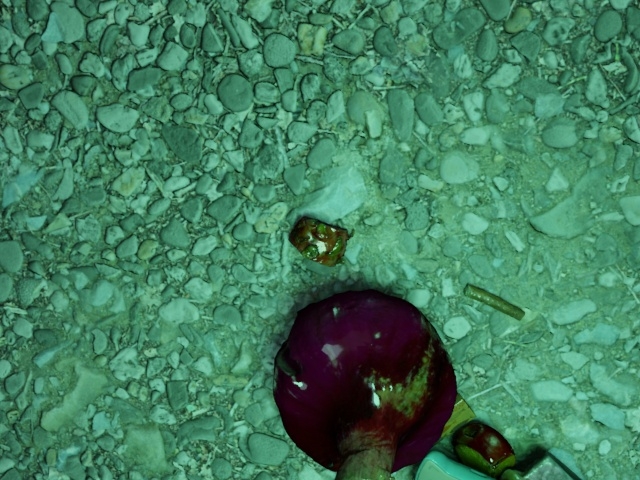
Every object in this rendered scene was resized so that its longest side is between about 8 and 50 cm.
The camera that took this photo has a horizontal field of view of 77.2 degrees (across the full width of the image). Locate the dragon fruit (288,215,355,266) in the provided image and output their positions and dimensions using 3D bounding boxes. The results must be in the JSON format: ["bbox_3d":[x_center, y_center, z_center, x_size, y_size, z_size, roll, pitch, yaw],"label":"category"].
[{"bbox_3d":[0.000,0.000,0.919,0.147,0.096,0.102,20,92,0],"label":"dragon fruit"}]

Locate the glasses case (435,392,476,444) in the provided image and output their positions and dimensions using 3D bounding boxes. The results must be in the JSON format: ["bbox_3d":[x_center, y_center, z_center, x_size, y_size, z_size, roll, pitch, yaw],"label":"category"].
[{"bbox_3d":[0.282,0.439,0.962,0.170,0.041,0.064,-38,103,5],"label":"glasses case"}]

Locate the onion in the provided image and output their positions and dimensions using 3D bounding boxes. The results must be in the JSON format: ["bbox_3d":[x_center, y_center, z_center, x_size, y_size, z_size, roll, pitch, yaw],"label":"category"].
[{"bbox_3d":[0.095,0.312,0.775,0.399,0.420,0.397,-1,102,-5],"label":"onion"}]

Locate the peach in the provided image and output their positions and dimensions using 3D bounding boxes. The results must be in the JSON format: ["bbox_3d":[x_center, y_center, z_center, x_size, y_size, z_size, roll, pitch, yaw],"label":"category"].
[{"bbox_3d":[0.386,0.497,0.921,0.093,0.127,0.172,-35,105,-25],"label":"peach"}]

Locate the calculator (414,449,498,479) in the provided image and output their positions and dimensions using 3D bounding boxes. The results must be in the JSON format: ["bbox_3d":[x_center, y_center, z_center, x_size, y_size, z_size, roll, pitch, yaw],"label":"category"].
[{"bbox_3d":[0.332,0.607,0.871,0.256,0.054,0.385,11,124,32],"label":"calculator"}]

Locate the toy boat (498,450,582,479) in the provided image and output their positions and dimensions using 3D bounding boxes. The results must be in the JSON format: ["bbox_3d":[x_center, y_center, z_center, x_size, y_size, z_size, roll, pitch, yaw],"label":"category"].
[{"bbox_3d":[0.486,0.605,0.907,0.294,0.111,0.276,-34,114,0],"label":"toy boat"}]

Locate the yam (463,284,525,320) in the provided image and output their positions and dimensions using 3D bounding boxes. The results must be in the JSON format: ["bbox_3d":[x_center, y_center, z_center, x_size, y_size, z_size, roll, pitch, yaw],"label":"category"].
[{"bbox_3d":[0.407,0.145,0.936,0.146,0.032,0.032,26,96,0],"label":"yam"}]
